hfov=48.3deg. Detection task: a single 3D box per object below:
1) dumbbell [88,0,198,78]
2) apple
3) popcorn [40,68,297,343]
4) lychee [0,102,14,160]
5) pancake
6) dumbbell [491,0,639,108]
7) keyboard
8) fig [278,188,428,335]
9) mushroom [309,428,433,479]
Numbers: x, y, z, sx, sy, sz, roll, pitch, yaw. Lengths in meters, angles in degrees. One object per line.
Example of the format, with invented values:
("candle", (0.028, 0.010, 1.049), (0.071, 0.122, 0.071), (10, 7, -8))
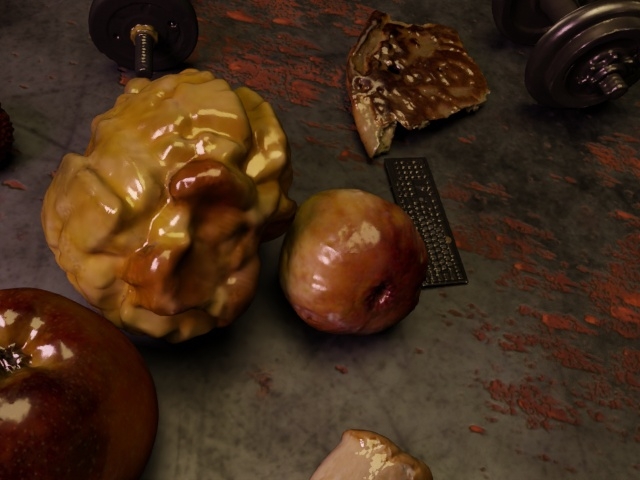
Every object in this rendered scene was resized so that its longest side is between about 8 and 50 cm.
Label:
("dumbbell", (-0.244, -0.345, 0.990), (0.143, 0.143, 0.325), (-3, 57, -9))
("apple", (-0.252, 0.148, 0.618), (0.230, 0.230, 0.230), (3, 56, -5))
("popcorn", (-0.154, -0.058, 0.744), (0.225, 0.265, 0.332), (33, 21, -30))
("lychee", (-0.432, -0.134, 0.843), (0.129, 0.123, 0.123), (17, 55, -6))
("pancake", (0.112, -0.238, 1.017), (0.257, 0.056, 0.212), (-27, 70, -31))
("dumbbell", (0.356, -0.308, 1.010), (0.192, 0.192, 0.290), (-8, 58, -12))
("keyboard", (0.130, -0.028, 0.903), (0.064, 0.010, 0.198), (-5, 57, -12))
("fig", (0.000, 0.000, 0.808), (0.159, 0.159, 0.257), (-30, 45, -24))
("mushroom", (-0.028, 0.306, 0.606), (0.351, 0.095, 0.123), (-42, 96, -32))
